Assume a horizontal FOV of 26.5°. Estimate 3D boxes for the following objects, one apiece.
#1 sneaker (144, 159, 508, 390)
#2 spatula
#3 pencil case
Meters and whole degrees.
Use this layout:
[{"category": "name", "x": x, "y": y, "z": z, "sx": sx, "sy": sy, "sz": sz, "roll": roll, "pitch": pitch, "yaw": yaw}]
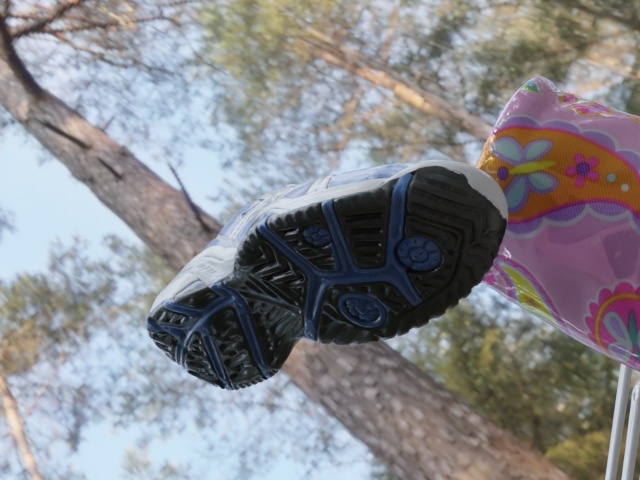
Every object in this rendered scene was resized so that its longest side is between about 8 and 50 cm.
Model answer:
[{"category": "sneaker", "x": 0.000, "y": 0.000, "z": 0.599, "sx": 0.080, "sy": 0.211, "sz": 0.081, "roll": 45, "pitch": -128, "yaw": -21}, {"category": "spatula", "x": 0.234, "y": 0.210, "z": 1.036, "sx": 0.019, "sy": 0.168, "sz": 0.242, "roll": 4, "pitch": -66, "yaw": 3}, {"category": "pencil case", "x": 0.206, "y": 0.019, "z": 0.678, "sx": 0.124, "sy": 0.284, "sz": 0.124, "roll": -50, "pitch": -26, "yaw": -36}]
